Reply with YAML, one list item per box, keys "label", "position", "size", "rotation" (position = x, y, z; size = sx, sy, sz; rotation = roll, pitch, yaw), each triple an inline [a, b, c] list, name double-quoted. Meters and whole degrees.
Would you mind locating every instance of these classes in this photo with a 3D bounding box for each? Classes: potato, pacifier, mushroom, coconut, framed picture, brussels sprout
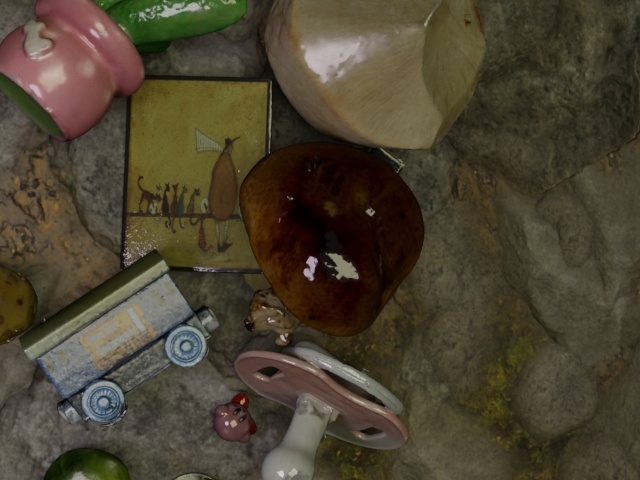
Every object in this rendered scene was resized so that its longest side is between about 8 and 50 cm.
- label: "potato"
  position: [-0.544, 0.100, 1.572]
  size: [0.176, 0.137, 0.137]
  rotation: [-3, 91, -12]
- label: "pacifier"
  position: [-0.007, 0.295, 1.681]
  size: [0.332, 0.220, 0.273]
  rotation: [33, 98, -15]
- label: "mushroom"
  position: [0.000, 0.000, 1.631]
  size: [0.345, 0.259, 0.345]
  rotation: [20, 51, -27]
- label: "coconut"
  position: [0.104, -0.332, 1.628]
  size: [0.345, 0.415, 0.415]
  rotation: [-39, 101, -15]
- label: "framed picture"
  position: [-0.212, -0.114, 1.687]
  size: [0.255, 0.014, 0.338]
  rotation: [3, 89, 4]
- label: "brussels sprout"
  position: [-0.382, 0.413, 1.629]
  size: [0.155, 0.117, 0.155]
  rotation: [-5, 112, -12]

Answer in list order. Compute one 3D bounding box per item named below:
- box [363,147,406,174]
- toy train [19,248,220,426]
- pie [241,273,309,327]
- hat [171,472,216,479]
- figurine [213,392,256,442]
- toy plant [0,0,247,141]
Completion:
- label: "box"
  position: [0.106, -0.133, 1.822]
  size: [0.079, 0.035, 0.083]
  rotation: [36, 81, -14]
- label: "toy train"
  position: [-0.329, 0.164, 1.626]
  size: [0.300, 0.131, 0.202]
  rotation: [-34, 102, -10]
- label: "pie"
  position: [-0.005, 0.002, 1.762]
  size: [0.315, 0.092, 0.315]
  rotation: [1, 88, -17]
- label: "hat"
  position: [-0.216, 0.462, 1.714]
  size: [0.121, 0.050, 0.121]
  rotation: [0, 89, -20]
- label: "figurine"
  position: [-0.152, 0.320, 1.726]
  size: [0.067, 0.071, 0.083]
  rotation: [-30, 91, 27]
- label: "toy plant"
  position: [-0.334, -0.320, 1.579]
  size: [0.317, 0.210, 0.356]
  rotation: [32, 64, 26]
